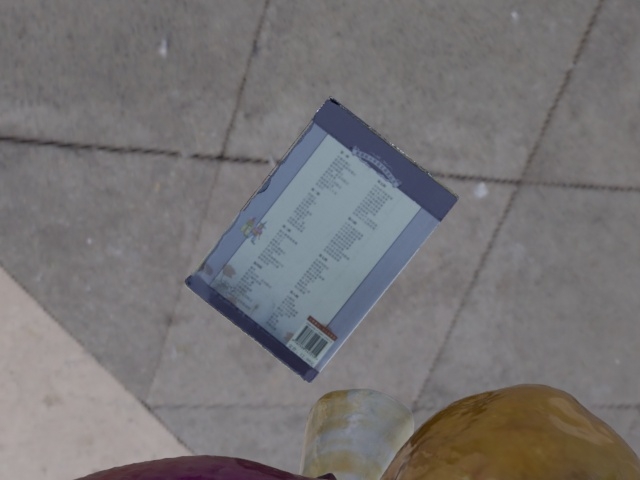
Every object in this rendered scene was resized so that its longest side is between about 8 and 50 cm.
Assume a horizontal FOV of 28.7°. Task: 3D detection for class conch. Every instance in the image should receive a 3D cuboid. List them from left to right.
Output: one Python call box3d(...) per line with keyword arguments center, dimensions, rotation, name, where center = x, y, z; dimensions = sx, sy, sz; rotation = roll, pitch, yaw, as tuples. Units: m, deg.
box3d(center=(0.017, 0.269, 1.529), dimensions=(0.127, 0.255, 0.158), rotation=(34, 126, 12), name="conch")

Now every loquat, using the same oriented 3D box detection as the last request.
box3d(center=(0.140, 0.218, 0.922), dimensions=(0.238, 0.193, 0.238), rotation=(-35, 146, -28), name="loquat")

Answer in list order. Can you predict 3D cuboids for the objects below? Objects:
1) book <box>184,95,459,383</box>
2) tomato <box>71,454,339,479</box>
box3d(center=(0.000, 0.000, 1.194), dimensions=(0.157, 0.026, 0.231), rotation=(39, 96, 0), name="book")
box3d(center=(-0.101, 0.244, 0.612), dimensions=(0.335, 0.289, 0.176), rotation=(-34, 130, 22), name="tomato")
